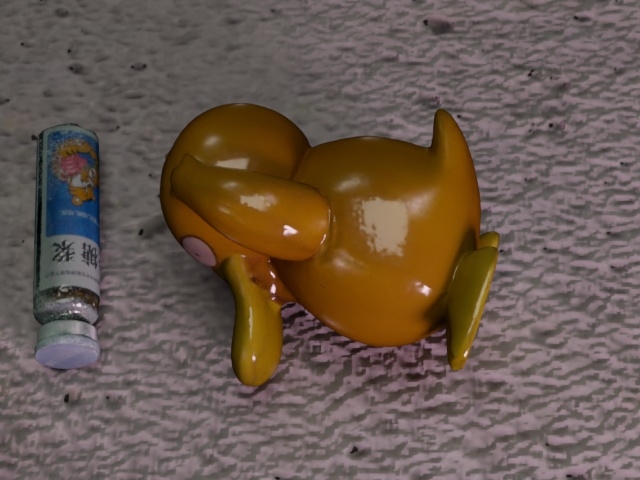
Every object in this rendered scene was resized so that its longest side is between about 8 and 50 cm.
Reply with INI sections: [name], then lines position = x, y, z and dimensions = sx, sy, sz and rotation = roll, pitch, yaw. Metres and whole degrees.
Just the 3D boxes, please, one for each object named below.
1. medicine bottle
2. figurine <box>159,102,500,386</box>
[medicine bottle]
position = -0.193, 0.001, 0.865
dimensions = 0.051, 0.051, 0.191
rotation = -5, 62, -3
[figurine]
position = 0.009, -0.005, 0.790
dimensions = 0.228, 0.215, 0.215
rotation = -8, 61, 9
